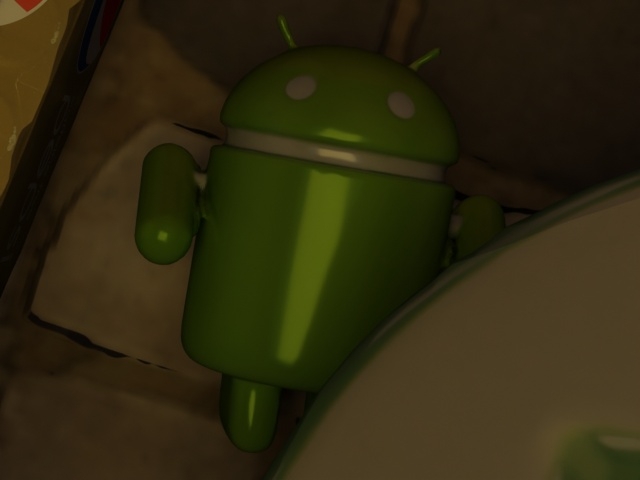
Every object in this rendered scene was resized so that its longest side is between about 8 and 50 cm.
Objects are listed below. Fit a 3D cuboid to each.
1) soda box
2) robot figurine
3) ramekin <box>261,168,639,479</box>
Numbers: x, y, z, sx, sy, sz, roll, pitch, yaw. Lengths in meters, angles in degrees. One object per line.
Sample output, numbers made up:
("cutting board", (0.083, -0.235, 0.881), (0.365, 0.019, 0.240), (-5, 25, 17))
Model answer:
("soda box", (-0.096, -0.050, 0.446), (0.061, 0.058, 0.181), (23, 94, -1))
("robot figurine", (0.000, 0.000, 0.442), (0.101, 0.067, 0.115), (10, 93, -7))
("ramekin", (0.115, 0.124, 0.344), (0.303, 0.148, 0.303), (-7, 68, 18))
